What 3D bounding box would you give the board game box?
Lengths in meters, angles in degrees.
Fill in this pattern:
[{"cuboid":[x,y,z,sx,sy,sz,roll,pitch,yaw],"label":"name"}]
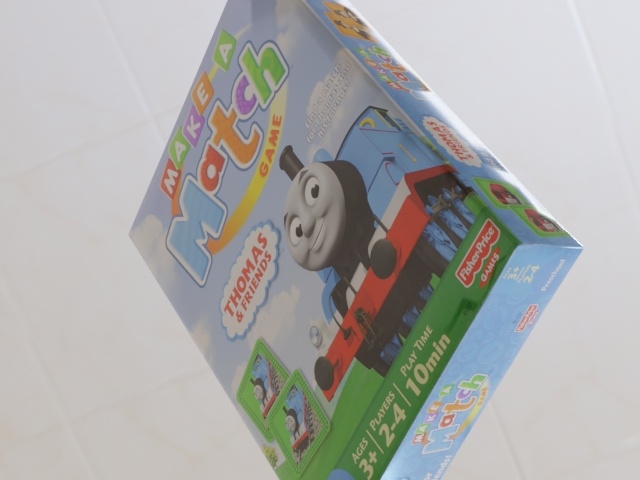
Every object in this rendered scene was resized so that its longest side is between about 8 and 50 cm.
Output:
[{"cuboid":[0.000,0.000,0.609,0.039,0.160,0.211,4,-145,-37],"label":"board game box"}]
